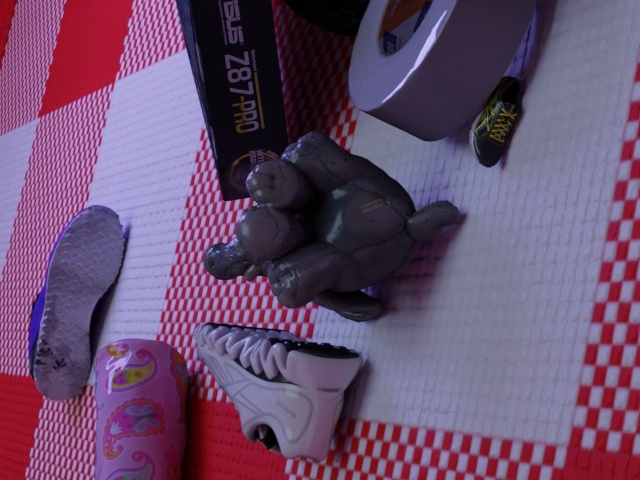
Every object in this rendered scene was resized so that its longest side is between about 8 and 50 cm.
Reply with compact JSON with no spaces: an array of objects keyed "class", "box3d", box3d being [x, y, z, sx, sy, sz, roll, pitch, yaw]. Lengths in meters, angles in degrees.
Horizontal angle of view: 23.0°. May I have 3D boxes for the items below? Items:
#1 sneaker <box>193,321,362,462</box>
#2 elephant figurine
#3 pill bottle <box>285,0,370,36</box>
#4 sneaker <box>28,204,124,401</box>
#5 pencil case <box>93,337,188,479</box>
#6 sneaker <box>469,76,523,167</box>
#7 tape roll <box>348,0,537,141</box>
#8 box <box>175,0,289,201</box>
[{"class":"sneaker","box3d":[-0.059,0.148,1.586,0.292,0.110,0.118,-169,85,-67]},{"class":"elephant figurine","box3d":[0.000,0.000,1.491,0.169,0.186,0.239,-44,-10,-12]},{"class":"pill bottle","box3d":[0.047,-0.324,1.600,0.219,0.122,0.123,-63,26,27]},{"class":"sneaker","box3d":[-0.380,0.080,2.345,0.146,0.102,0.293,30,104,67]},{"class":"pencil case","box3d":[-0.215,0.257,1.839,0.124,0.124,0.284,-47,36,47]},{"class":"sneaker","box3d":[0.151,-0.104,1.344,0.035,0.031,0.083,-12,65,64]},{"class":"tape roll","box3d":[0.110,-0.202,1.411,0.219,0.072,0.219,-51,26,36]},{"class":"box","box3d":[-0.120,-0.291,1.768,0.318,0.097,0.395,87,170,-48]}]
